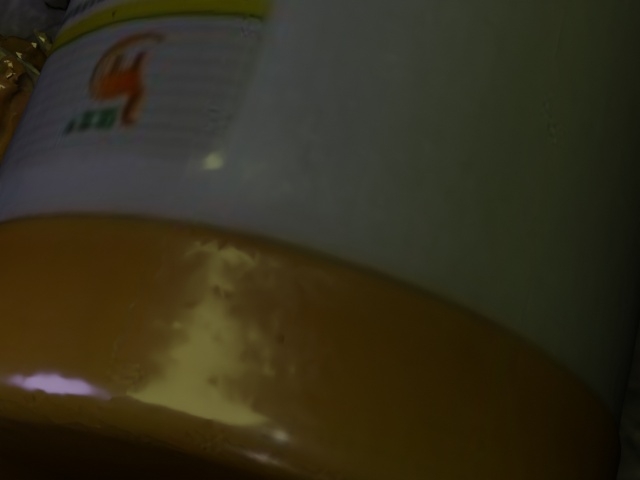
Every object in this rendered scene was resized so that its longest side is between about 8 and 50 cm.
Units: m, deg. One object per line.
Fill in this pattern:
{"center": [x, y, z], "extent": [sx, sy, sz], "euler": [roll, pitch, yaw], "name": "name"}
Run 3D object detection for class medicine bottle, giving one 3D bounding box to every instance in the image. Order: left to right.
{"center": [0.000, 0.000, 0.494], "extent": [0.237, 0.238, 0.232], "euler": [8, 65, 19], "name": "medicine bottle"}

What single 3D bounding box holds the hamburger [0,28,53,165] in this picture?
{"center": [-0.228, -0.055, 0.636], "extent": [0.282, 0.155, 0.245], "euler": [-23, 71, 16], "name": "hamburger"}
